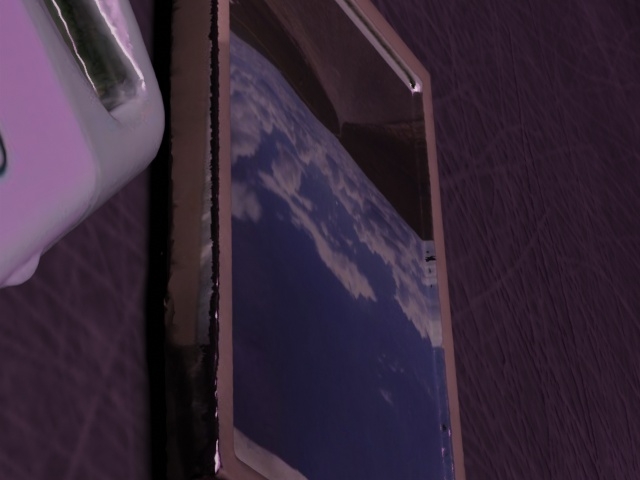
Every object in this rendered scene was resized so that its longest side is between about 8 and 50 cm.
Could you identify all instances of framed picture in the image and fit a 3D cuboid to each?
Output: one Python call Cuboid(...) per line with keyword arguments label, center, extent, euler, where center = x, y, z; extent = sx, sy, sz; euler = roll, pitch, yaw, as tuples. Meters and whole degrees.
Cuboid(label="framed picture", center=(0.000, 0.000, 0.662), extent=(0.189, 0.023, 0.260), euler=(44, 36, -50))

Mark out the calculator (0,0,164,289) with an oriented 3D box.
Cuboid(label="calculator", center=(-0.109, -0.048, 0.439), extent=(0.141, 0.045, 0.246), euler=(67, 24, -12))
